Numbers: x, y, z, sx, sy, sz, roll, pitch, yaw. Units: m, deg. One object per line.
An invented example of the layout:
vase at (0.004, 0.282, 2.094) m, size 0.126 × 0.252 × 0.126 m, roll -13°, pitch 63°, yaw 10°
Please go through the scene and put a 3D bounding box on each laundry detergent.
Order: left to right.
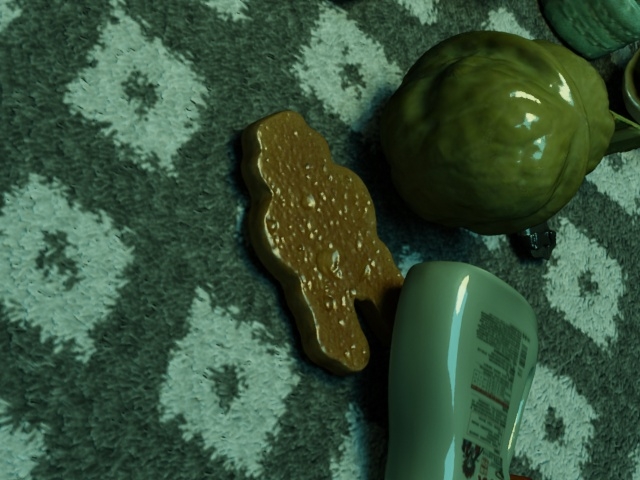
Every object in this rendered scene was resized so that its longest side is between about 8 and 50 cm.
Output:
laundry detergent at (0.167, 0.249, 1.667) m, size 0.264 × 0.124 × 0.398 m, roll 34°, pitch 61°, yaw -50°

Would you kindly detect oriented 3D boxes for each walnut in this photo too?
walnut at (0.226, -0.140, 1.773) m, size 0.282 × 0.277 × 0.253 m, roll 12°, pitch 76°, yaw -49°

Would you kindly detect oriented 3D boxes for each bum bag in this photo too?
bum bag at (0.288, -0.059, 1.950) m, size 0.087 × 0.049 × 0.198 m, roll -35°, pitch 98°, yaw -48°

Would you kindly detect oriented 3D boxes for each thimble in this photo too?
thimble at (0.452, -0.420, 2.164) m, size 0.198 × 0.143 × 0.235 m, roll -11°, pitch 80°, yaw -44°

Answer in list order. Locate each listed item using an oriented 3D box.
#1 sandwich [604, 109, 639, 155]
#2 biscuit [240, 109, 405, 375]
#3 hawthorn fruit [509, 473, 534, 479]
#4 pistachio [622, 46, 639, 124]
sandwich at (0.399, -0.206, 2.014) m, size 0.117 × 0.187 × 0.144 m, roll 18°, pitch 69°, yaw -37°
biscuit at (0.000, 0.000, 1.671) m, size 0.202 × 0.047 × 0.334 m, roll -32°, pitch 99°, yaw -44°
hawthorn fruit at (0.260, 0.346, 1.757) m, size 0.093 × 0.081 × 0.081 m, roll 36°, pitch 53°, yaw -45°
pistachio at (0.615, -0.263, 2.209) m, size 0.331 × 0.208 × 0.226 m, roll -20°, pitch 91°, yaw -37°
